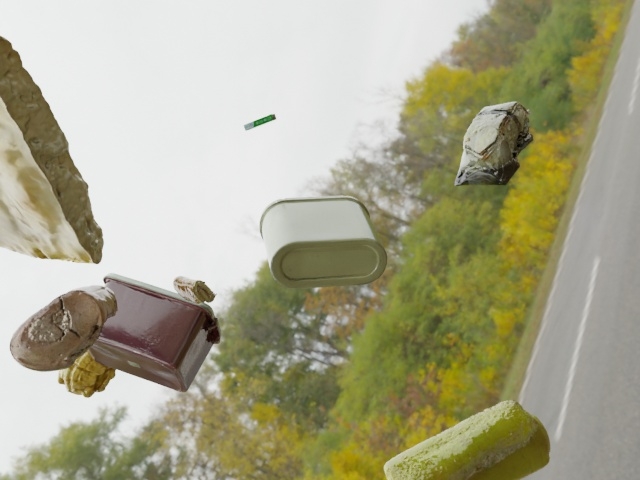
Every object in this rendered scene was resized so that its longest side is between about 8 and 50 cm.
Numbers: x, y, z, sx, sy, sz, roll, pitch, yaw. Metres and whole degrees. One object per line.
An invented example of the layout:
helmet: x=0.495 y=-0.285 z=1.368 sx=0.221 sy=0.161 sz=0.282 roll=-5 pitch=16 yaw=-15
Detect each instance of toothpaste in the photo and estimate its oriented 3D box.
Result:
toothpaste: x=-0.149 y=-0.291 z=1.764 sx=0.020 sy=0.083 sz=0.017 roll=-36 pitch=-72 yaw=-65

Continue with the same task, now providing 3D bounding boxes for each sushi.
sushi: x=0.371 y=-0.233 z=1.495 sx=0.273 sy=0.134 sz=0.109 roll=-50 pitch=-57 yaw=-30

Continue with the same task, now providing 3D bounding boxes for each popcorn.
popcorn: x=-0.609 y=0.319 z=1.914 sx=0.163 sy=0.140 sz=0.194 roll=-22 pitch=40 yaw=57

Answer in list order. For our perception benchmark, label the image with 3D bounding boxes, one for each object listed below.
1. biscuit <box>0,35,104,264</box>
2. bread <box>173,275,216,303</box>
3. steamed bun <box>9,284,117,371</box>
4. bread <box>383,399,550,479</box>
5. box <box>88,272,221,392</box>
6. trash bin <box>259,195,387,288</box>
biscuit: x=-0.585 y=-0.141 z=1.280 sx=0.104 sy=0.446 sz=0.429 roll=-55 pitch=-46 yaw=-39
bread: x=-0.215 y=0.083 z=1.209 sx=0.047 sy=0.083 sz=0.036 roll=46 pitch=-112 yaw=-29
steamed bun: x=-0.435 y=0.153 z=1.246 sx=0.175 sy=0.106 sz=0.145 roll=-40 pitch=-1 yaw=-1
bread: x=0.319 y=0.475 z=1.546 sx=0.383 sy=0.166 sz=0.112 roll=-22 pitch=-30 yaw=-14
box: x=-0.391 y=0.215 z=1.640 sx=0.193 sy=0.294 sz=0.167 roll=89 pitch=-160 yaw=-54
trash bin: x=0.000 y=0.000 z=1.469 sx=0.247 sy=0.243 sz=0.121 roll=-108 pitch=17 yaw=-68
